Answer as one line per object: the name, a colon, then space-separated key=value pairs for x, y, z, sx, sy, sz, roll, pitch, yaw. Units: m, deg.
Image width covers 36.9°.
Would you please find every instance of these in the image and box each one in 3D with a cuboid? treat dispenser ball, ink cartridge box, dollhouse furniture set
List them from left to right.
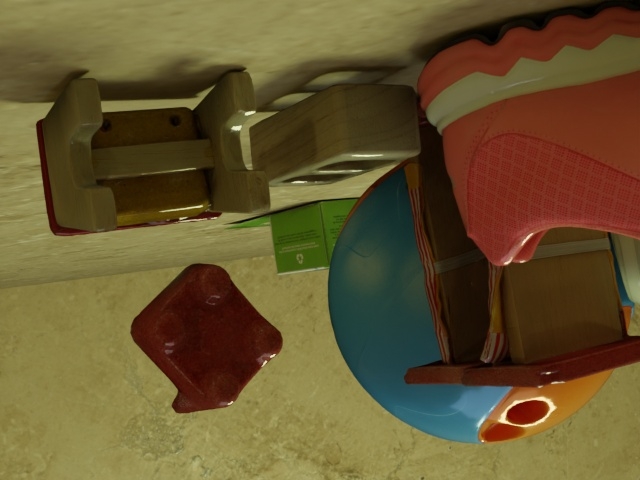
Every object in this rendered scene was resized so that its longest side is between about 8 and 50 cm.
ink cartridge box: x=0.000 y=0.000 z=1.474 sx=0.189 sy=0.097 sz=0.255 roll=-6 pitch=176 yaw=-39
dollhouse furniture set: x=0.019 y=0.008 z=0.610 sx=0.374 sy=0.201 sz=0.152 roll=-7 pitch=177 yaw=-29
treat dispenser ball: x=0.151 y=0.048 z=0.918 sx=0.288 sy=0.288 sz=0.288 roll=-8 pitch=177 yaw=0

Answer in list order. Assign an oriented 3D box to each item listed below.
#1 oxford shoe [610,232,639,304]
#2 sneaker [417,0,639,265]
oxford shoe: x=0.364 y=-0.048 z=0.898 sx=0.130 sy=0.169 sz=0.449 roll=-6 pitch=-174 yaw=33
sneaker: x=0.205 y=-0.058 z=0.474 sx=0.314 sy=0.136 sz=0.116 roll=-10 pitch=178 yaw=32
